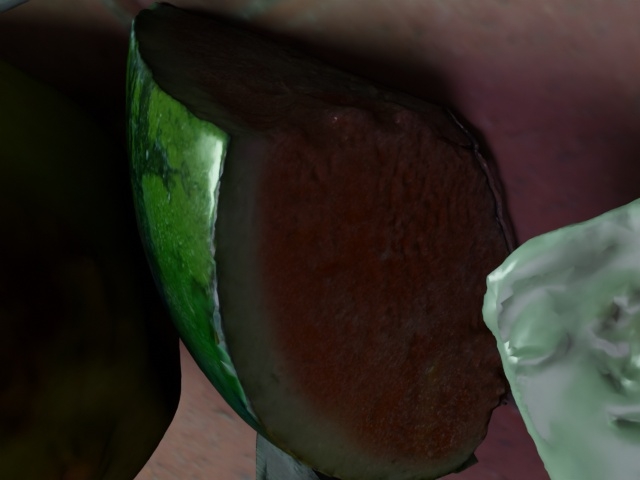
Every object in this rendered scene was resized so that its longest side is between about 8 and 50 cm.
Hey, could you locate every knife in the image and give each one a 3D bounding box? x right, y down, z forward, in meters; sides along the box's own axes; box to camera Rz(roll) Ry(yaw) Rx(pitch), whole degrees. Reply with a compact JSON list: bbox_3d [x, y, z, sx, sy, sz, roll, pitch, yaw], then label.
[{"bbox_3d":[-0.010,0.115,0.808,0.060,0.028,0.230,38,149,17],"label":"knife"}]

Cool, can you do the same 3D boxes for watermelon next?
[{"bbox_3d":[-0.022,0.005,0.632,0.146,0.128,0.231,29,150,40],"label":"watermelon"}]

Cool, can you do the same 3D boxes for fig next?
[{"bbox_3d":[-0.189,0.017,0.669,0.271,0.239,0.239,45,151,29],"label":"fig"}]

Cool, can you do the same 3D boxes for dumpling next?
[{"bbox_3d":[0.150,0.054,0.551,0.219,0.152,0.108,43,-173,-27],"label":"dumpling"}]

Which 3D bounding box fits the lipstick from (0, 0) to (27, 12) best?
[{"bbox_3d":[-0.053,-0.124,0.468,0.076,0.076,0.304,49,156,-18],"label":"lipstick"}]
